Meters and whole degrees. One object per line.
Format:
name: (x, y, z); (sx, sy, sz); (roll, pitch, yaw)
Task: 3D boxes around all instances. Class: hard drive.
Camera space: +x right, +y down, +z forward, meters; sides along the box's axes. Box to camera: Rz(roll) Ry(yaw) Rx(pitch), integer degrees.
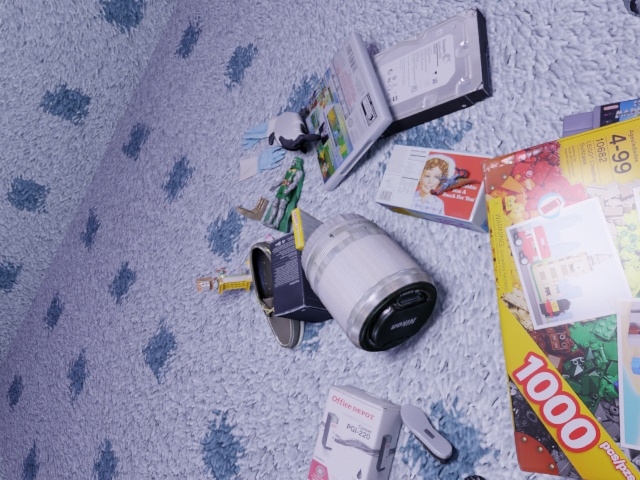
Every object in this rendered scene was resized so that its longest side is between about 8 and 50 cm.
hard drive: (0.256, -0.415, 1.261); (0.339, 0.064, 0.236); (-12, 68, 38)

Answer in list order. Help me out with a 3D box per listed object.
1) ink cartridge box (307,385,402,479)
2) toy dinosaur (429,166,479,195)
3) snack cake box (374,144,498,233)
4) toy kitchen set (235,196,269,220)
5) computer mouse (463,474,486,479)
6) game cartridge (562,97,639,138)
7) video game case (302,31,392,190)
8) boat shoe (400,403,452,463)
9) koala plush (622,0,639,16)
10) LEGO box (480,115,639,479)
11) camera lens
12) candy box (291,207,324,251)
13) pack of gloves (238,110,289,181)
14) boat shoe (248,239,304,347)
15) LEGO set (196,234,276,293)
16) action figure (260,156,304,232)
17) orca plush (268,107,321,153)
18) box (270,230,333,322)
ink cartridge box: (0.078, 0.452, 1.102); (0.159, 0.092, 0.217); (9, 80, 43)
toy dinosaur: (0.270, -0.117, 1.039); (0.090, 0.047, 0.082); (49, 127, 29)
snack cake box: (0.270, -0.124, 1.129); (0.265, 0.089, 0.152); (18, 87, 44)
toy kitchen set: (-0.227, -0.114, 1.580); (0.068, 0.083, 0.075); (28, 95, 44)
computer mouse: (0.210, 0.562, 0.966); (0.273, 0.072, 0.188); (-14, 64, 25)
game cartridge: (0.606, -0.146, 0.854); (0.355, 0.068, 0.229); (-2, 79, 42)
video game case: (0.061, -0.354, 1.376); (0.300, 0.036, 0.328); (-46, 48, 45)
boat shoe: (0.215, 0.403, 1.027); (0.142, 0.049, 0.040); (43, 143, 47)
koala plush: (0.617, -0.443, 0.839); (0.204, 0.196, 0.221); (2, 63, 35)
LEGO box: (0.482, 0.087, 0.743); (0.373, 0.193, 0.499); (-14, 75, 40)
camera lens: (0.106, 0.094, 1.111); (0.219, 0.220, 0.274); (-53, 48, 15)
candy box: (0.000, 0.000, 1.248); (0.027, 0.206, 0.105); (-25, 60, 25)
pack of gloves: (-0.206, -0.319, 1.659); (0.232, 0.046, 0.194); (-13, 66, 39)
boat shoe: (-0.126, 0.150, 1.340); (0.109, 0.091, 0.304); (-16, 85, 28)
LEGO set: (-0.236, 0.074, 1.490); (0.287, 0.132, 0.107); (-27, 50, 7)
action figure: (-0.108, -0.146, 1.503); (0.137, 0.064, 0.232); (18, 85, 47)
orca plush: (-0.059, -0.312, 1.490); (0.151, 0.102, 0.287); (-50, 30, -6)
box: (-0.038, 0.099, 1.286); (0.108, 0.153, 0.206); (-23, 60, 36)
